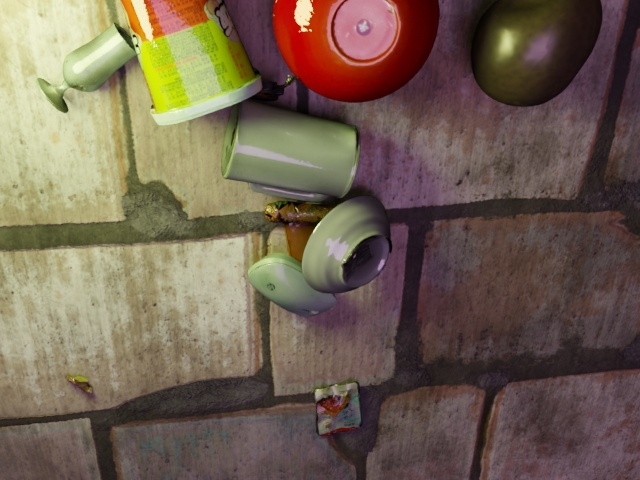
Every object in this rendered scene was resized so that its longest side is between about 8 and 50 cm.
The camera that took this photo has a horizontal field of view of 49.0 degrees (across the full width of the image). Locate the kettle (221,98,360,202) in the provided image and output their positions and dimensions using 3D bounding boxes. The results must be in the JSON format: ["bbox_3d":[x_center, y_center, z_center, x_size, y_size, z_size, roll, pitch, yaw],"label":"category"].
[{"bbox_3d":[-0.085,-0.204,1.784,0.318,0.205,0.265,8,116,-18],"label":"kettle"}]

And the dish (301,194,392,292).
[{"bbox_3d":[0.100,0.036,1.936,0.316,0.106,0.316,-26,136,-28],"label":"dish"}]

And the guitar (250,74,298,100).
[{"bbox_3d":[-0.110,-0.367,1.677,0.088,0.233,0.025,5,87,-27],"label":"guitar"}]

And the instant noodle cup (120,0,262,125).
[{"bbox_3d":[-0.304,-0.456,1.573,0.294,0.294,0.308,-19,115,1],"label":"instant noodle cup"}]

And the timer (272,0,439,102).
[{"bbox_3d":[0.080,-0.503,1.593,0.378,0.279,0.378,-3,119,-6],"label":"timer"}]

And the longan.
[{"bbox_3d":[0.520,-0.487,1.686,0.288,0.288,0.350,38,98,-27],"label":"longan"}]

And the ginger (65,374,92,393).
[{"bbox_3d":[-0.729,0.431,2.141,0.048,0.030,0.097,-26,123,38],"label":"ginger"}]

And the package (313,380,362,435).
[{"bbox_3d":[0.060,0.569,2.360,0.166,0.040,0.232,-8,122,-7],"label":"package"}]

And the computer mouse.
[{"bbox_3d":[-0.083,0.146,2.027,0.159,0.097,0.288,-29,124,28],"label":"computer mouse"}]

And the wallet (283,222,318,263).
[{"bbox_3d":[0.000,-0.001,2.014,0.195,0.042,0.161,-9,117,-3],"label":"wallet"}]

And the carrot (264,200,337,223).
[{"bbox_3d":[-0.039,-0.074,1.934,0.228,0.069,0.069,3,120,-3],"label":"carrot"}]

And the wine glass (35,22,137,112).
[{"bbox_3d":[-0.539,-0.405,1.638,0.231,0.103,0.103,-35,120,8],"label":"wine glass"}]
